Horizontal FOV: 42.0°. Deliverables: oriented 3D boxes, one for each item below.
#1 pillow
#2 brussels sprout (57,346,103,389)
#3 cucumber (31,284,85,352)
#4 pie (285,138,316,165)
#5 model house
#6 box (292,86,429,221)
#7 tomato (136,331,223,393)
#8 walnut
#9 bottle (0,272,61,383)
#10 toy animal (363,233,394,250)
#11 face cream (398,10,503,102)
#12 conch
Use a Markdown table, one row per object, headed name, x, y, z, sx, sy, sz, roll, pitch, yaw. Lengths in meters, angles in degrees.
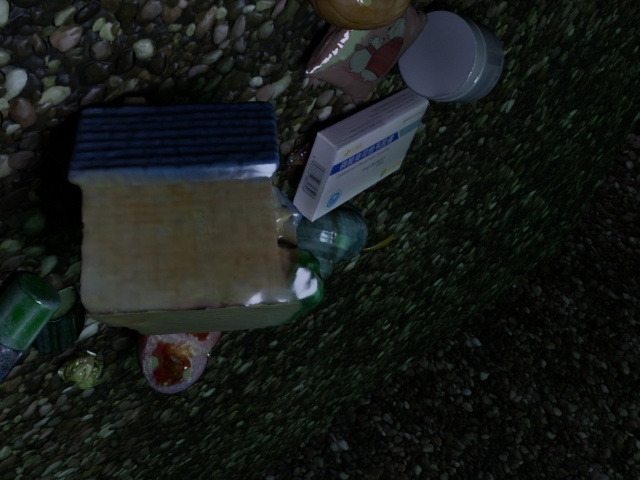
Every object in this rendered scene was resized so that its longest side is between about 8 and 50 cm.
| name | x | y | z | sx | sy | sz | roll | pitch | yaw |
| --- | --- | --- | --- | --- | --- | --- | --- | --- | --- |
| pillow | 0.083 | -0.365 | 1.535 | 0.223 | 0.084 | 0.236 | -51 | 151 | 12 |
| brussels sprout | -0.465 | 0.246 | 1.645 | 0.085 | 0.085 | 0.058 | -10 | 146 | -53 |
| cucumber | -0.468 | 0.143 | 1.485 | 0.116 | 0.062 | 0.115 | -29 | 155 | -30 |
| pie | -0.006 | -0.184 | 1.743 | 0.170 | 0.034 | 0.092 | -8 | 141 | -53 |
| model house | -0.187 | -0.038 | 1.298 | 0.335 | 0.342 | 0.382 | -4 | 169 | -7 |
| box | 0.091 | -0.191 | 1.799 | 0.343 | 0.065 | 0.200 | -33 | 153 | -43 |
| tomato | -0.315 | 0.195 | 1.745 | 0.199 | 0.112 | 0.228 | 39 | 77 | -51 |
| walnut | 0.066 | -0.420 | 1.328 | 0.207 | 0.167 | 0.167 | -21 | 146 | -41 |
| bottle | -0.561 | 0.201 | 1.384 | 0.330 | 0.093 | 0.093 | -50 | 156 | 9 |
| toy animal | 0.052 | 0.003 | 2.073 | 0.219 | 0.095 | 0.155 | -23 | 169 | 31 |
| face cream | 0.269 | -0.373 | 1.712 | 0.153 | 0.177 | 0.177 | -9 | 138 | -56 |
| conch | 0.000 | 0.000 | 1.905 | 0.277 | 0.195 | 0.220 | -63 | -166 | -23 |
